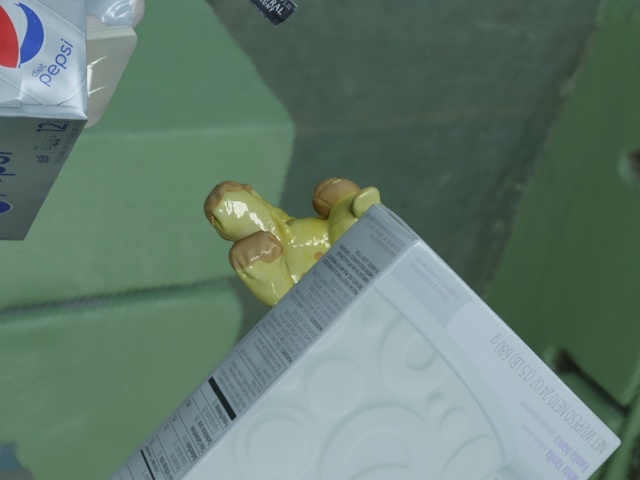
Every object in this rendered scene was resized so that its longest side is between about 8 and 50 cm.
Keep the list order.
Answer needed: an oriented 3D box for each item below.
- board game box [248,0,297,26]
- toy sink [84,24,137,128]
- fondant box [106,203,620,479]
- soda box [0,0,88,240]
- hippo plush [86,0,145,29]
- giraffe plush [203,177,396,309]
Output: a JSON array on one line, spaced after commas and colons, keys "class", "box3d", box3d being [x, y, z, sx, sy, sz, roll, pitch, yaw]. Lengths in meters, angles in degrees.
[{"class": "board game box", "box3d": [-0.101, -0.241, 1.088, 0.026, 0.126, 0.186, -45, 128, 3]}, {"class": "toy sink", "box3d": [-0.332, -0.197, 1.527, 0.234, 0.131, 0.153, -13, 151, -37]}, {"class": "fondant box", "box3d": [0.014, 0.175, 1.054, 0.330, 0.096, 0.238, -46, 116, 1]}, {"class": "soda box", "box3d": [-0.214, -0.080, 0.949, 0.091, 0.098, 0.286, 1, 167, -18]}, {"class": "hippo plush", "box3d": [-0.365, -0.247, 1.735, 0.236, 0.234, 0.294, 38, 120, -11]}, {"class": "giraffe plush", "box3d": [0.000, 0.000, 1.614, 0.170, 0.210, 0.181, -32, 171, 5]}]
